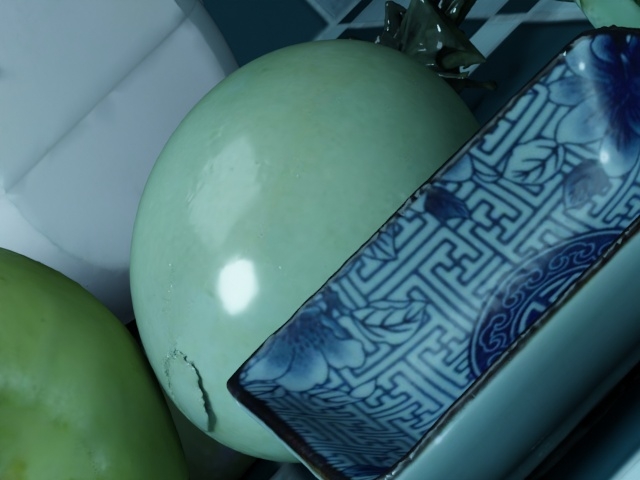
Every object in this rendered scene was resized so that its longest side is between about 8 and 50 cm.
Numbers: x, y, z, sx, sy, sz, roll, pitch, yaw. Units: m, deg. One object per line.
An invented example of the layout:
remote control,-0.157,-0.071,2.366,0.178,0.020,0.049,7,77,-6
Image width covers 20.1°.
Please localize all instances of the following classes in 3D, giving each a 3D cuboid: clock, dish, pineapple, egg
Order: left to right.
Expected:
clock,-0.226,-0.036,1.190,0.377,0.250,0.368,-18,26,51
egg,0.000,0.000,0.925,0.186,0.186,0.253,-36,21,44
pineapple,0.013,-0.089,1.397,0.340,0.169,0.169,-36,12,15
dish,0.091,0.022,0.750,0.243,0.080,0.182,-44,21,-7

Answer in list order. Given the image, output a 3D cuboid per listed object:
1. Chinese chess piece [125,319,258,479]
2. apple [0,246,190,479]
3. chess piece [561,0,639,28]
Chinese chess piece,-0.125,0.117,1.188,0.270,0.112,0.270,-43,11,10
apple,-0.210,0.141,0.910,0.292,0.292,0.254,-49,20,-20
chess piece,0.186,-0.210,1.098,0.194,0.194,0.299,-43,19,14
